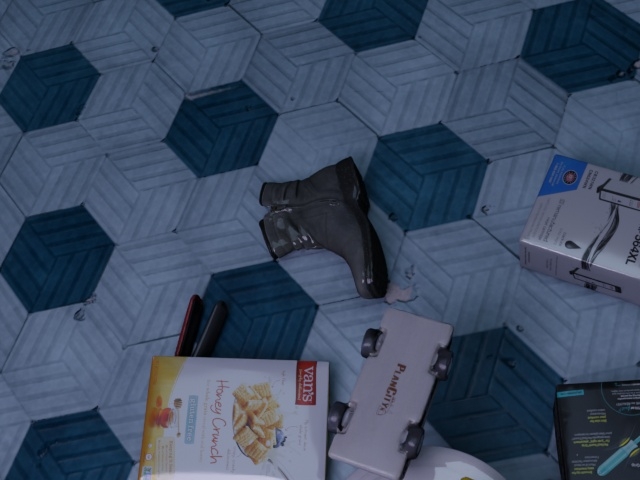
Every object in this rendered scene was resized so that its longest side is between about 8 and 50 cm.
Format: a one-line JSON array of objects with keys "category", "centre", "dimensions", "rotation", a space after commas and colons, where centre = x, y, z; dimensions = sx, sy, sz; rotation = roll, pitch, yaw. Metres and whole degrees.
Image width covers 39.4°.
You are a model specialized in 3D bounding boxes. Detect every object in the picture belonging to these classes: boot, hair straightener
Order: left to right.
[{"category": "hair straightener", "centre": [-0.169, 0.189, 1.238], "dimensions": [0.089, 0.047, 0.230], "rotation": [9, 65, 17]}, {"category": "boot", "centre": [0.000, 0.000, 1.291], "dimensions": [0.161, 0.083, 0.246], "rotation": [-20, 54, 10]}]

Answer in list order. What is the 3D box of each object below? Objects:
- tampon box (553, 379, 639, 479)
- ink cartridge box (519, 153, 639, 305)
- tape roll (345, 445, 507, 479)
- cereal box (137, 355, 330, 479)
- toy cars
[{"category": "tampon box", "centre": [0.344, 0.257, 1.052], "dimensions": [0.121, 0.101, 0.161], "rotation": [-5, 63, 11]}, {"category": "ink cartridge box", "centre": [0.387, -0.011, 1.193], "dimensions": [0.203, 0.086, 0.148], "rotation": [18, 68, 22]}, {"category": "tape roll", "centre": [0.126, 0.370, 1.006], "dimensions": [0.246, 0.169, 0.246], "rotation": [-6, 61, 10]}, {"category": "cereal box", "centre": [-0.109, 0.241, 1.172], "dimensions": [0.240, 0.047, 0.172], "rotation": [0, 66, 3]}, {"category": "toy cars", "centre": [0.114, 0.256, 0.926], "dimensions": [0.177, 0.087, 0.393], "rotation": [-19, 57, -3]}]
